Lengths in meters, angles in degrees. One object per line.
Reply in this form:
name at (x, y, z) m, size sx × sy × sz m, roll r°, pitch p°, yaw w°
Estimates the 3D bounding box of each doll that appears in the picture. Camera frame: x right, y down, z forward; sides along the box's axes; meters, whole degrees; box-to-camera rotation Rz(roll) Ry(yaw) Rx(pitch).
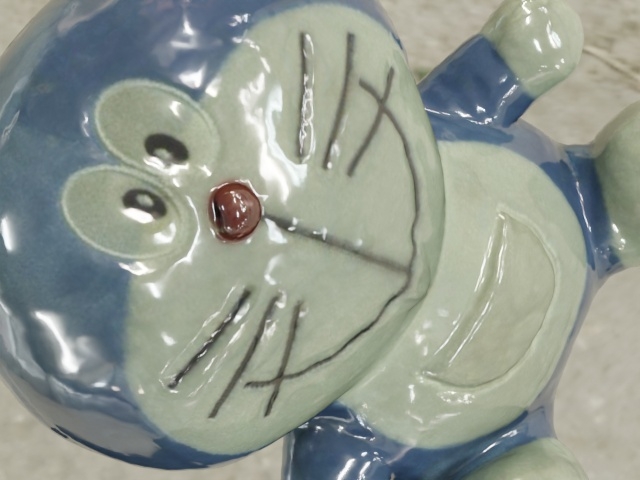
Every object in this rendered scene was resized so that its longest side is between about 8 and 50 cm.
doll at (0.000, 0.000, 0.580) m, size 0.154 × 0.258 × 0.228 m, roll 24°, pitch 90°, yaw 47°
